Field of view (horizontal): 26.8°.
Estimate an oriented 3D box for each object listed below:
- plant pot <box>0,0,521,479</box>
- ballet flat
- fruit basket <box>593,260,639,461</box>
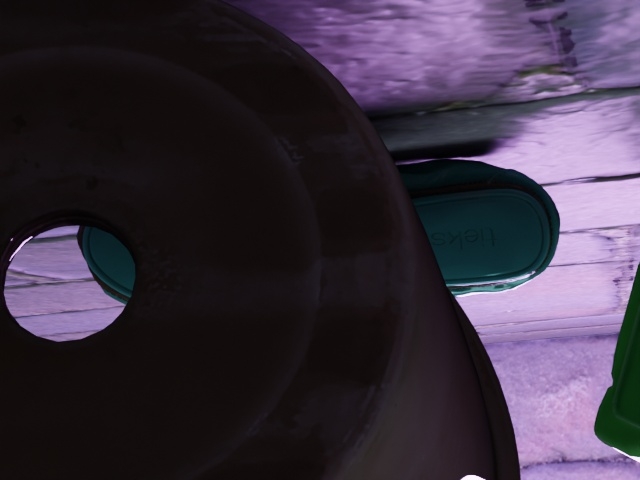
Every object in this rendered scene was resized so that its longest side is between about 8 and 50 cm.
[{"bbox_3d":[-0.071,0.065,0.475,0.323,0.323,0.280,-3,156,-5],"label":"plant pot"},{"bbox_3d":[0.000,0.000,0.710,0.247,0.083,0.087,-3,-174,4],"label":"ballet flat"},{"bbox_3d":[0.392,0.079,0.732,0.392,0.283,0.392,15,-178,0],"label":"fruit basket"}]
